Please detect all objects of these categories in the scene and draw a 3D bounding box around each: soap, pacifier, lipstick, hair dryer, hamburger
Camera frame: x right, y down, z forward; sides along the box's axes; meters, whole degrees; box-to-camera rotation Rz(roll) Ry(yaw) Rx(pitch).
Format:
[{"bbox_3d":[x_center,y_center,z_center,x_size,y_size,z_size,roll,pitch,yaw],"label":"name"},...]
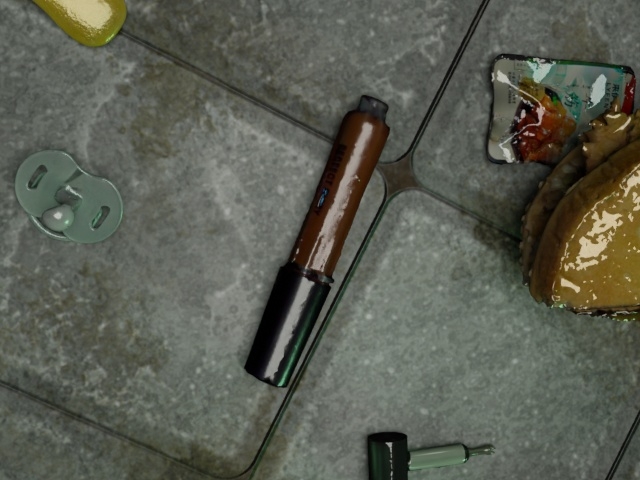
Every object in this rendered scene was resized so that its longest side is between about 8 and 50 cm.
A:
[{"bbox_3d":[-0.336,-0.328,1.588,0.168,0.033,0.089,36,85,-10],"label":"soap"},{"bbox_3d":[-0.339,-0.043,1.574,0.150,0.116,0.127,39,113,-15],"label":"pacifier"},{"bbox_3d":[0.000,0.000,1.658,0.077,0.077,0.418,22,89,-12],"label":"lipstick"},{"bbox_3d":[0.163,0.320,1.732,0.198,0.057,0.100,-6,98,-16],"label":"hair dryer"},{"bbox_3d":[0.485,-0.068,1.634,0.445,0.268,0.287,-5,106,-5],"label":"hamburger"}]

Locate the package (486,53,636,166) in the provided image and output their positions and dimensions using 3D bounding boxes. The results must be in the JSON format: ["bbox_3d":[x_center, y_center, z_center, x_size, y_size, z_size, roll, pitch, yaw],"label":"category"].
[{"bbox_3d":[0.347,-0.181,1.726,0.232,0.040,0.166,6,96,-14],"label":"package"}]
